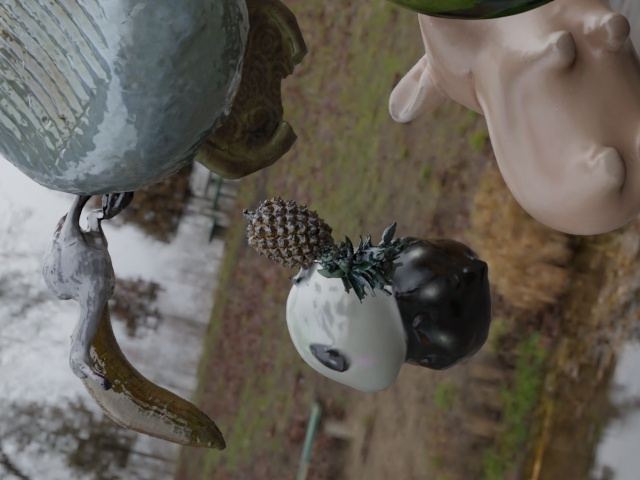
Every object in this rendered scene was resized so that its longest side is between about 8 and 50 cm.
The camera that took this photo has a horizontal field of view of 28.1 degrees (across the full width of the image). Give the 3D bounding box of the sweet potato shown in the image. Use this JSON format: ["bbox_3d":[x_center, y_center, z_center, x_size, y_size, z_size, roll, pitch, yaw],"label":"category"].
[{"bbox_3d":[-0.268,0.174,1.720,0.108,0.346,0.079,-28,-23,-30],"label":"sweet potato"}]

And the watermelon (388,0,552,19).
[{"bbox_3d":[0.102,-0.295,0.890,0.285,0.285,0.285,-166,90,-89],"label":"watermelon"}]

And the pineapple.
[{"bbox_3d":[0.000,0.001,1.630,0.103,0.221,0.083,-56,-20,-36],"label":"pineapple"}]

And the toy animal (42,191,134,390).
[{"bbox_3d":[-0.301,0.041,1.630,0.195,0.090,0.324,-22,56,54],"label":"toy animal"}]

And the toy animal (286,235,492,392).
[{"bbox_3d":[0.099,0.111,2.083,0.251,0.309,0.251,34,129,55],"label":"toy animal"}]

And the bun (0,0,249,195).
[{"bbox_3d":[-0.202,-0.213,1.180,0.211,0.362,0.362,-22,-44,-45],"label":"bun"}]

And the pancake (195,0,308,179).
[{"bbox_3d":[-0.096,-0.189,1.528,0.029,0.211,0.235,11,100,45],"label":"pancake"}]

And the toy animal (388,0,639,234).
[{"bbox_3d":[0.225,-0.162,1.284,0.269,0.237,0.326,-19,87,69],"label":"toy animal"}]
